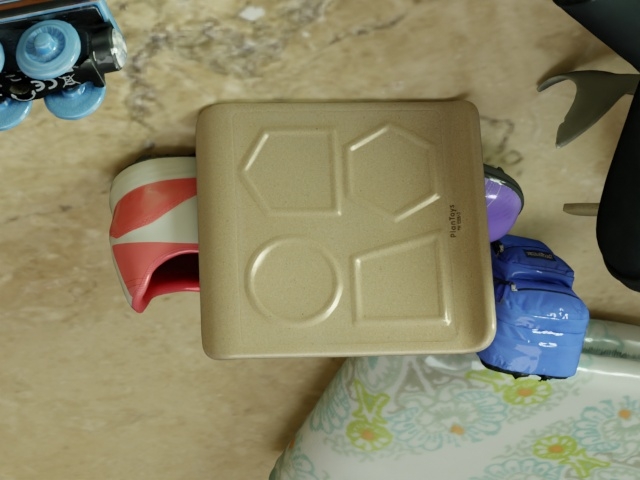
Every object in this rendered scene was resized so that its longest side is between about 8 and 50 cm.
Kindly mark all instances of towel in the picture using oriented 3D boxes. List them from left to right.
[{"bbox_3d":[0.173,0.177,1.654,0.375,0.090,0.320,8,139,-19],"label":"towel"}]

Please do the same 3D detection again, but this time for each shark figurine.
[{"bbox_3d":[0.287,-0.053,1.321,0.166,0.116,0.278,-23,143,22],"label":"shark figurine"}]

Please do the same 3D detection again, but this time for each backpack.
[{"bbox_3d":[0.159,0.055,1.436,0.098,0.120,0.101,3,111,-16],"label":"backpack"}]

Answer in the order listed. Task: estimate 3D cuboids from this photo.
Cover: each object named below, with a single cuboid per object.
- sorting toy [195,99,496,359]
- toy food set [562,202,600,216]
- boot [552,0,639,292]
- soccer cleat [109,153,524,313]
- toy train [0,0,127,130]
[{"bbox_3d":[0.016,-0.008,1.285,0.208,0.193,0.038,-2,162,-2],"label":"sorting toy"},{"bbox_3d":[0.282,0.016,1.311,0.192,0.038,0.132,18,170,-31],"label":"toy food set"},{"bbox_3d":[0.205,-0.112,1.151,0.207,0.246,0.094,32,173,-42],"label":"boot"},{"bbox_3d":[0.000,0.000,1.349,0.318,0.116,0.108,0,146,-7],"label":"soccer cleat"},{"bbox_3d":[-0.216,-0.128,1.151,0.184,0.105,0.080,-10,153,8],"label":"toy train"}]
